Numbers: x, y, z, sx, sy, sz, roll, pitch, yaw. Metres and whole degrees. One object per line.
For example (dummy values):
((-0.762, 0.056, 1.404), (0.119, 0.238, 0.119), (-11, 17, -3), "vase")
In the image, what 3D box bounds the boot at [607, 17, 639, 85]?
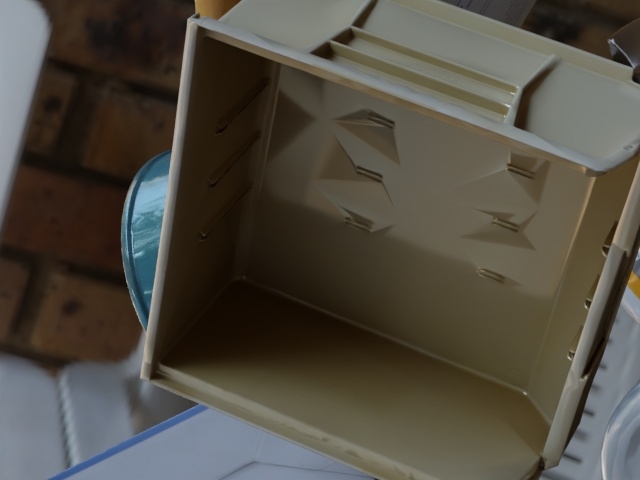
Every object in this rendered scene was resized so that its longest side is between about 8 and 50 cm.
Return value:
((0.297, -0.130, 1.950), (0.109, 0.283, 0.220), (58, 1, 30), "boot")

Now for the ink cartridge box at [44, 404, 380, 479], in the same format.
((-0.101, 0.320, 1.316), (0.270, 0.395, 0.151), (-24, 49, -23), "ink cartridge box")

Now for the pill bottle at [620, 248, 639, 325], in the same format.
((0.434, -0.015, 1.744), (0.162, 0.278, 0.162), (38, 16, -13), "pill bottle")

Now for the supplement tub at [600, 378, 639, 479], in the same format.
((0.372, 0.136, 1.396), (0.193, 0.194, 0.316), (24, 31, 22), "supplement tub")

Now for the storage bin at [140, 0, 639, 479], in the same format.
((0.048, 0.001, 1.013), (0.260, 0.262, 0.123), (22, 37, 14), "storage bin")

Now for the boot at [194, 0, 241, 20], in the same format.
((-0.107, -0.198, 1.880), (0.104, 0.211, 0.295), (17, -17, 34), "boot")

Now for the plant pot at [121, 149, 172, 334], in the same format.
((0.000, 0.000, 1.591), (0.255, 0.272, 0.271), (-22, -9, 31), "plant pot")

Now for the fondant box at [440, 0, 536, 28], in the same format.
((0.107, -0.344, 2.062), (0.330, 0.238, 0.096), (45, -27, -27), "fondant box")
